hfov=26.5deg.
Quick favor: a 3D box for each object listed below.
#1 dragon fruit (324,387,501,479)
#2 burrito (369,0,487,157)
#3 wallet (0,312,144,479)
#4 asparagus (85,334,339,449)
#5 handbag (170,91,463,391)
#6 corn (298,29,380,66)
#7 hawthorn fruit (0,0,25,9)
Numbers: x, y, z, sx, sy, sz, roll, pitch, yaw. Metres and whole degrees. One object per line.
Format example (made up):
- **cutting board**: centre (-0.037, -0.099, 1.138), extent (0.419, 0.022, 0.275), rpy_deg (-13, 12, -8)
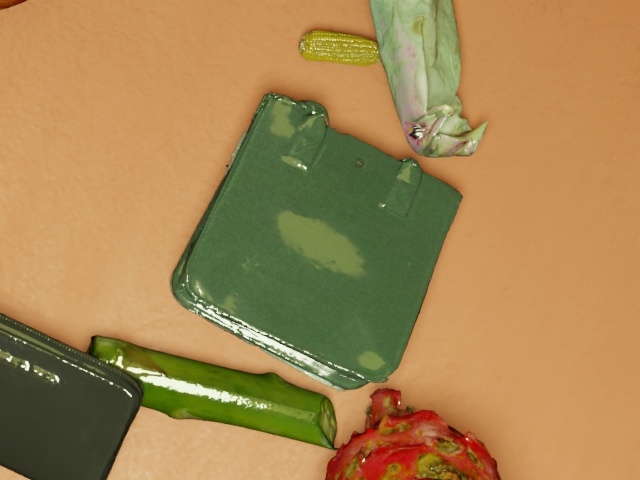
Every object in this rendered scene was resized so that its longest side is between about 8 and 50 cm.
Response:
- **dragon fruit**: centre (0.089, 0.267, 1.335), extent (0.210, 0.205, 0.268), rpy_deg (27, 33, -31)
- **burrito**: centre (0.108, -0.203, 1.487), extent (0.144, 0.089, 0.229), rpy_deg (8, 70, -56)
- **wallet**: centre (-0.306, 0.151, 1.329), extent (0.250, 0.044, 0.149), rpy_deg (27, 102, -4)
- **asparagus**: centre (-0.108, 0.155, 1.385), extent (0.277, 0.060, 0.067), rpy_deg (12, 82, -8)
- **handbag**: centre (0.000, 0.000, 1.433), extent (0.247, 0.079, 0.260), rpy_deg (27, 71, -6)
- **corn**: centre (0.023, -0.212, 1.507), extent (0.092, 0.037, 0.037), rpy_deg (8, 76, -12)
- **hawthorn fruit**: centre (-0.339, -0.348, 1.407), extent (0.196, 0.196, 0.225), rpy_deg (28, 49, -4)
